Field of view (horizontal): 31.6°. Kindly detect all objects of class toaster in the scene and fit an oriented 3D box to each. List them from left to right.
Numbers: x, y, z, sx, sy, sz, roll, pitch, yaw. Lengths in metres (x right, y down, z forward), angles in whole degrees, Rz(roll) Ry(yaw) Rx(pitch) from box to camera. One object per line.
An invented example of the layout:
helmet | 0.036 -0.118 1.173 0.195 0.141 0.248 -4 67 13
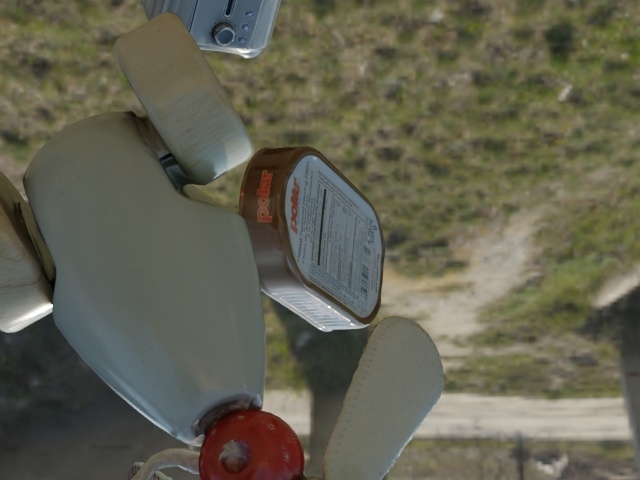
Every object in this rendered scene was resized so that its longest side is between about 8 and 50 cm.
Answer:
toaster | -0.105 -0.292 1.091 0.129 0.227 0.146 4 132 -24

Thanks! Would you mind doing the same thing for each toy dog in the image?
toy dog | -0.055 0.064 0.548 0.220 0.333 0.161 -14 163 7

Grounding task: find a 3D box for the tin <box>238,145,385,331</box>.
tin | 0.000 0.000 0.813 0.040 0.106 0.190 -8 158 23
